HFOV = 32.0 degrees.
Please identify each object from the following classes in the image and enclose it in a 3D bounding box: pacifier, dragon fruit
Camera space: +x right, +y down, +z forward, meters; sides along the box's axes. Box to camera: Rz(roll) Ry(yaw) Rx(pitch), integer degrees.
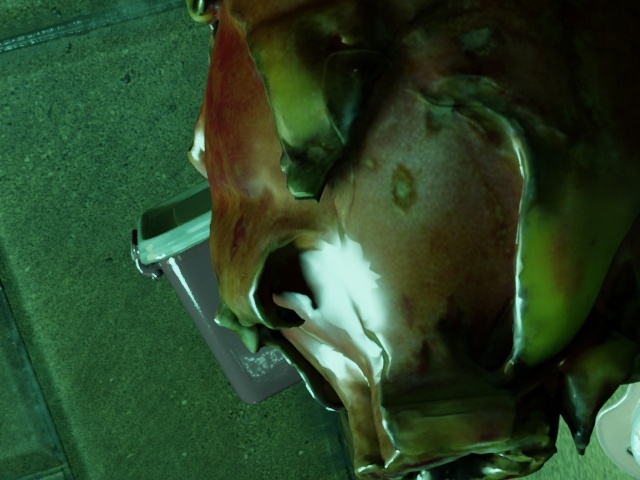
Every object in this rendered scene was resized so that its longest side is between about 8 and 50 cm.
[{"bbox_3d":[0.187,0.081,0.561,0.078,0.081,0.099,-62,-6,-52],"label":"pacifier"},{"bbox_3d":[0.064,-0.055,0.488,0.250,0.250,0.315,86,164,-60],"label":"dragon fruit"}]

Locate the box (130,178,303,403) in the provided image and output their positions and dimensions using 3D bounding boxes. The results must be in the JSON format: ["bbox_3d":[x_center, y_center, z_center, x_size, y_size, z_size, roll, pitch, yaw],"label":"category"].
[{"bbox_3d":[0.000,0.000,0.957,0.167,0.294,0.193,64,176,-15],"label":"box"}]
